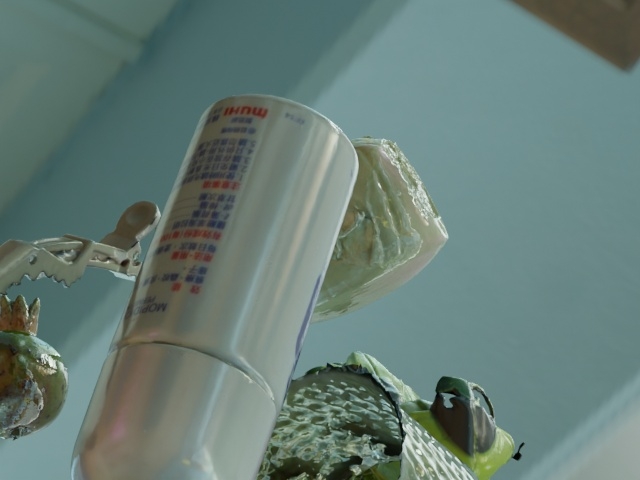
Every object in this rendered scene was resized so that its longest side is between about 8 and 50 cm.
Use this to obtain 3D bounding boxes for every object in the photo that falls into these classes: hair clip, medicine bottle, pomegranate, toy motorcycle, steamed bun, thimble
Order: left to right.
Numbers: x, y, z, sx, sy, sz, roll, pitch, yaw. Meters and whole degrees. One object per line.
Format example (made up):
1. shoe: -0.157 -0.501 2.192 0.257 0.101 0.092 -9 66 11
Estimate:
1. pomegranate: -0.417 0.173 2.608 0.159 0.159 0.205 -26 -126 45
2. hair clip: -0.195 0.010 1.455 0.034 0.226 0.072 14 -79 33
3. medicine bottle: -0.077 0.063 1.368 0.130 0.130 0.341 -24 -142 47
4. steamed bun: 0.000 0.000 1.983 0.239 0.170 0.152 -26 -177 14
5. thimble: 0.008 0.256 1.668 0.271 0.150 0.270 -29 -141 26
6. toy motorcycle: 0.083 0.210 1.926 0.206 0.142 0.342 -62 -154 7
